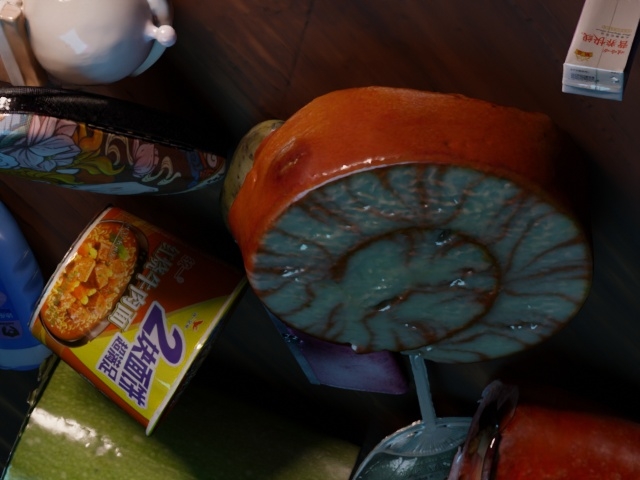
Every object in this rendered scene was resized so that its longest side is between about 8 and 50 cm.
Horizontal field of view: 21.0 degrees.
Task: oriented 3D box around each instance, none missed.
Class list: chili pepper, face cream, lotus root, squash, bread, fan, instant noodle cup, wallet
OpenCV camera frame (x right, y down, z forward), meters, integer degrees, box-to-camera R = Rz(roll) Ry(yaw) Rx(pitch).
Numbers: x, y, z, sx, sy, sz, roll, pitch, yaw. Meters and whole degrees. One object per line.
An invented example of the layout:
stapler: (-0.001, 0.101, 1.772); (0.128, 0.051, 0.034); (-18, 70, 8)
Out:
chili pepper: (0.283, 0.299, 1.804); (0.305, 0.251, 0.229); (23, -173, 0)
face cream: (-0.374, 0.054, 1.968); (0.149, 0.083, 0.264); (15, 143, 24)
lotus root: (-0.047, -0.054, 1.671); (0.089, 0.081, 0.179); (22, 139, 0)
squash: (-0.176, 0.290, 2.008); (0.384, 0.263, 0.263); (22, 143, 2)
bread: (0.090, -0.012, 1.571); (0.327, 0.114, 0.295); (14, 140, -16)
fan: (0.155, 0.245, 1.927); (0.223, 0.012, 0.294); (11, 121, -16)
instant noodle cup: (-0.193, 0.073, 1.816); (0.174, 0.213, 0.213); (33, 143, 2)
wallet: (0.015, 0.102, 1.841); (0.119, 0.025, 0.232); (5, 151, 21)

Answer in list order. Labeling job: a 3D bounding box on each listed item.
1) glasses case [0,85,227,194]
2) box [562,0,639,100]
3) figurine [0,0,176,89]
glasses case: (-0.211, -0.089, 1.597); (0.122, 0.082, 0.321); (-7, 171, 33)
box: (0.228, -0.164, 1.365); (0.050, 0.117, 0.036); (12, 144, 17)
figurine: (-0.237, -0.207, 1.553); (0.236, 0.141, 0.163); (0, 138, 14)
